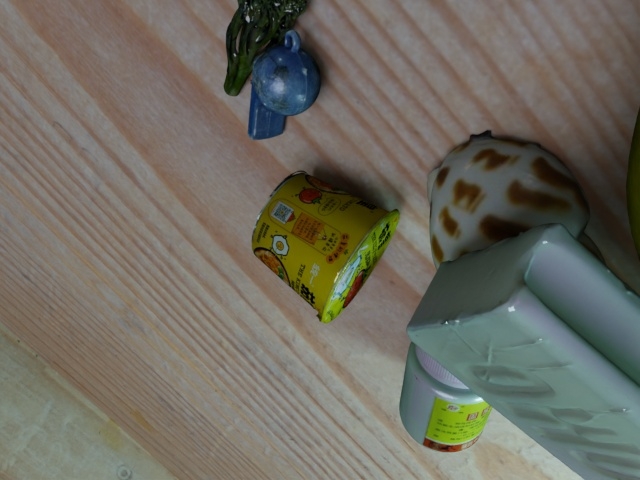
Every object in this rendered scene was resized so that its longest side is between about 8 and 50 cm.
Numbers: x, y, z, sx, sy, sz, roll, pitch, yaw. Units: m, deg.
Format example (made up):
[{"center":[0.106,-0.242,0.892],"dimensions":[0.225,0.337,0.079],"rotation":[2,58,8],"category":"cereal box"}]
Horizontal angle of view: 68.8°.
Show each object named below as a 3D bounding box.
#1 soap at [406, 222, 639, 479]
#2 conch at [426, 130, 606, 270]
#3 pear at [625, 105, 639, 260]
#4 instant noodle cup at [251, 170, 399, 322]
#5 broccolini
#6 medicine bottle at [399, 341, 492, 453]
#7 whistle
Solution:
[{"center":[0.230,0.124,0.415],"dimensions":[0.289,0.095,0.173],"rotation":[39,156,-6],"category":"soap"},{"center":[0.227,0.018,0.530],"dimensions":[0.274,0.149,0.183],"rotation":[34,140,6],"category":"conch"},{"center":[0.379,-0.023,0.272],"dimensions":[0.413,0.352,0.352],"rotation":[37,136,-10],"category":"pear"},{"center":[0.000,0.000,0.643],"dimensions":[0.144,0.182,0.182],"rotation":[33,136,16],"category":"instant noodle cup"},{"center":[-0.081,-0.242,0.563],"dimensions":[0.091,0.068,0.203],"rotation":[21,137,-12],"category":"broccolini"},{"center":[0.198,0.208,0.709],"dimensions":[0.139,0.139,0.226],"rotation":[15,132,20],"category":"medicine bottle"},{"center":[-0.044,-0.180,0.577],"dimensions":[0.090,0.090,0.158],"rotation":[24,134,11],"category":"whistle"}]
